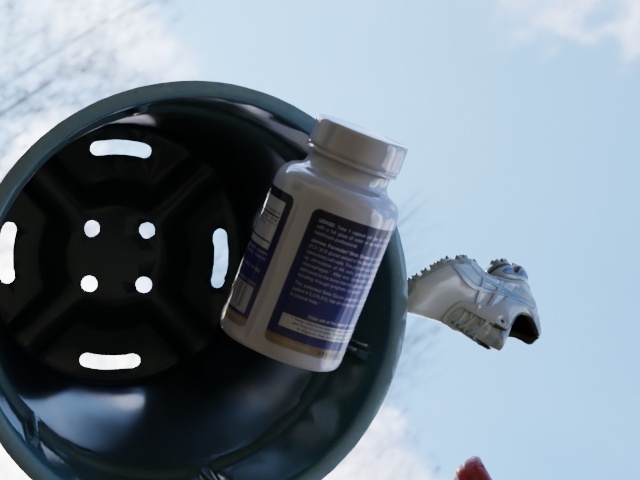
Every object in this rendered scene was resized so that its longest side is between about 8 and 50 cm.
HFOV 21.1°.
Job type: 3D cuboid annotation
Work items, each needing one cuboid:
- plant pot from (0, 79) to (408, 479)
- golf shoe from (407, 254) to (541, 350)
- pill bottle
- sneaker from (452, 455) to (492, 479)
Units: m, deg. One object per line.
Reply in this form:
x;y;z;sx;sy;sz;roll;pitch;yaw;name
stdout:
-0.141;0.031;1.432;0.341;0.341;0.334;61;-11;-14;plant pot
0.144;0.063;1.609;0.069;0.176;0.086;-49;-124;37;golf shoe
0.000;0.000;1.225;0.094;0.094;0.169;26;-81;25;pill bottle
0.136;0.326;1.870;0.221;0.128;0.087;79;-13;-48;sneaker
